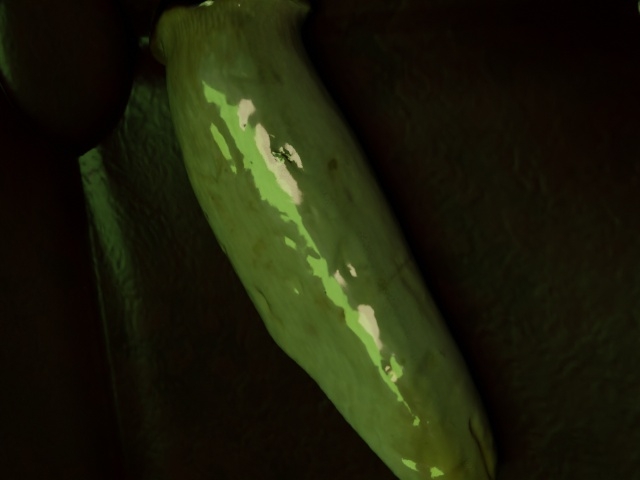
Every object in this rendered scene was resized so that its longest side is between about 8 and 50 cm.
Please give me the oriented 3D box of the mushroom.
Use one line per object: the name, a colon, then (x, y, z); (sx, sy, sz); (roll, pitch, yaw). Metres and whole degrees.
mushroom: (-0.003, 0.001, 0.634); (0.107, 0.087, 0.333); (-23, 92, 38)
